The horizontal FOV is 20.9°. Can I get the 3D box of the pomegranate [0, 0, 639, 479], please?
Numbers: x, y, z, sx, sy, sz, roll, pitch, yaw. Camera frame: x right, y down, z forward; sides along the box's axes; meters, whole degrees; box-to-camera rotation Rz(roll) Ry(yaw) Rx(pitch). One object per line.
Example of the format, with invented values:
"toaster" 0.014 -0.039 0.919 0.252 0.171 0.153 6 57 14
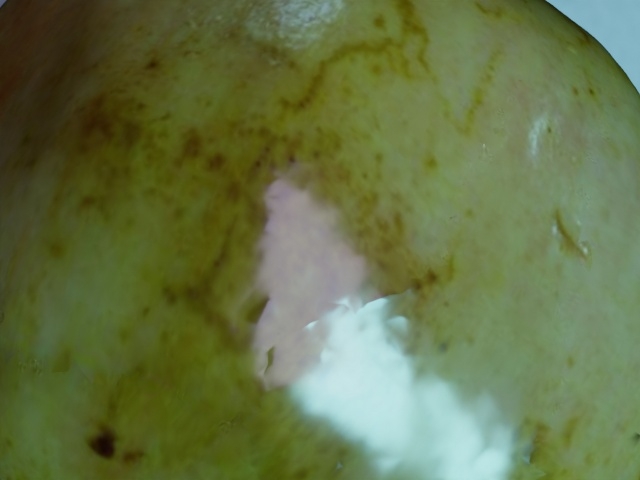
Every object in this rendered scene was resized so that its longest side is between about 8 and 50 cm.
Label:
"pomegranate" 0.000 0.000 0.551 0.252 0.229 0.270 28 71 -15
